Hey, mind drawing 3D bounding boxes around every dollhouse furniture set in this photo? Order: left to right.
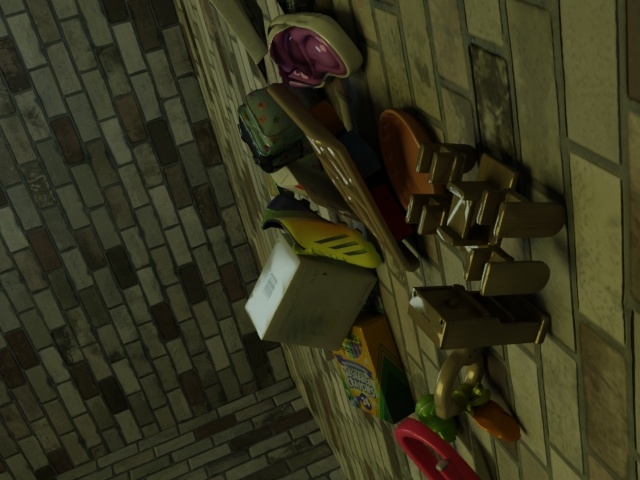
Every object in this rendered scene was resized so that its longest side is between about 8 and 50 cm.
[{"bbox_3d":[0.229,0.012,1.030,0.212,0.161,0.242,-129,43,-57],"label":"dollhouse furniture set"}]

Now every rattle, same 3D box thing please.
[{"bbox_3d":[0.267,0.218,1.289,0.143,0.130,0.200,34,118,53],"label":"rattle"}]

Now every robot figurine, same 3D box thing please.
[{"bbox_3d":[0.247,0.378,1.664,0.101,0.067,0.115,94,152,-51],"label":"robot figurine"}]

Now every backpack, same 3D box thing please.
[{"bbox_3d":[-0.073,-0.261,1.713,0.166,0.188,0.144,60,160,27],"label":"backpack"}]

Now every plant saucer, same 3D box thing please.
[{"bbox_3d":[0.153,-0.124,1.276,0.200,0.037,0.200,158,90,-78],"label":"plant saucer"}]

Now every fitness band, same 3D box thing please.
[{"bbox_3d":[0.267,0.494,1.637,0.291,0.054,0.209,51,164,-10],"label":"fitness band"}]

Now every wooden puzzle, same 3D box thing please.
[{"bbox_3d":[0.058,-0.135,1.471,0.348,0.080,0.322,53,-179,-35],"label":"wooden puzzle"}]

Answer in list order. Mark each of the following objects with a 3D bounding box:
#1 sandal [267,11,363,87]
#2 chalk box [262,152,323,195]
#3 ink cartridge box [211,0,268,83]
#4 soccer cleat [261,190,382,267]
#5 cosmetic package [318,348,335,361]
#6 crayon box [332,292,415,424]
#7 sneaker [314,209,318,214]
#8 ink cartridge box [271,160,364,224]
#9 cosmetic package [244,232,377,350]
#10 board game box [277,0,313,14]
[{"bbox_3d":[-0.045,-0.354,1.508,0.169,0.102,0.416,49,172,-14],"label":"sandal"},{"bbox_3d":[-0.091,-0.232,1.989,0.132,0.132,0.213,-165,56,-76],"label":"chalk box"},{"bbox_3d":[-0.158,-0.474,1.643,0.224,0.045,0.223,54,-164,-37],"label":"ink cartridge box"},{"bbox_3d":[0.000,0.000,1.756,0.289,0.121,0.093,30,161,8],"label":"soccer cleat"},{"bbox_3d":[-0.009,0.320,2.780,0.239,0.060,0.099,-127,21,-54],"label":"cosmetic package"},{"bbox_3d":[0.112,0.288,1.983,0.203,0.083,0.323,7,118,61],"label":"crayon box"},{"bbox_3d":[0.030,0.000,1.999,0.192,0.086,0.064,39,169,-11],"label":"sneaker"},{"bbox_3d":[-0.005,-0.099,1.752,0.181,0.056,0.225,21,-155,-37],"label":"ink cartridge box"},{"bbox_3d":[-0.023,0.128,1.865,0.224,0.224,0.138,-63,35,21],"label":"cosmetic package"},{"bbox_3d":[-0.066,-0.550,1.515,0.243,0.042,0.165,89,157,-60],"label":"board game box"}]
